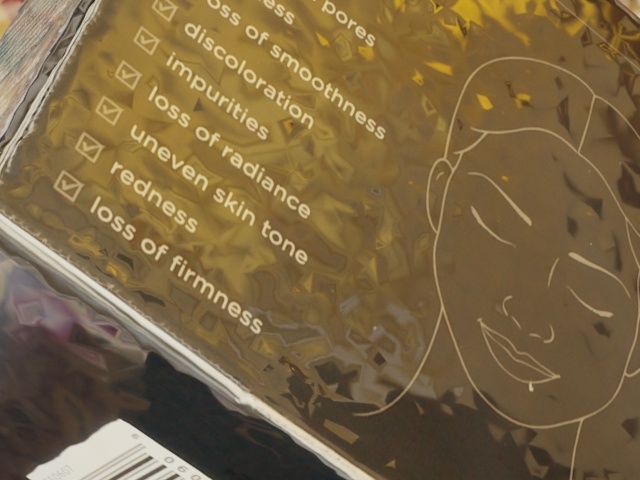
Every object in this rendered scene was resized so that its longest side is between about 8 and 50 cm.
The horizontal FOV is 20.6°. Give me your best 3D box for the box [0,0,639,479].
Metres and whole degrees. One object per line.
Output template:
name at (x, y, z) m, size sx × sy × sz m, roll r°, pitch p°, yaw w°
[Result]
box at (0.000, 0.000, 1.166) m, size 0.480 × 0.297 × 0.472 m, roll 37°, pitch 50°, yaw -17°
